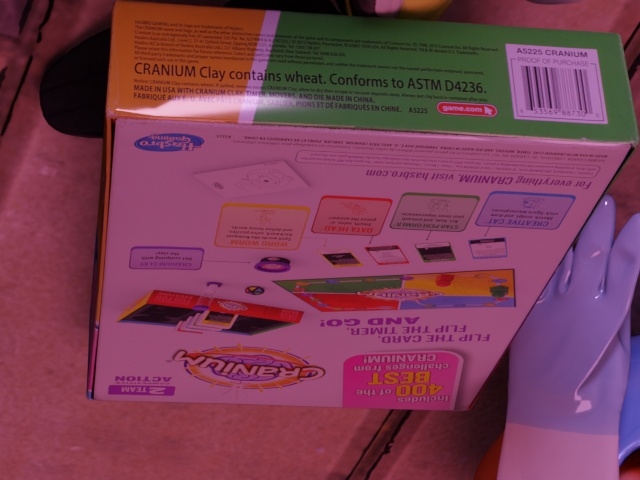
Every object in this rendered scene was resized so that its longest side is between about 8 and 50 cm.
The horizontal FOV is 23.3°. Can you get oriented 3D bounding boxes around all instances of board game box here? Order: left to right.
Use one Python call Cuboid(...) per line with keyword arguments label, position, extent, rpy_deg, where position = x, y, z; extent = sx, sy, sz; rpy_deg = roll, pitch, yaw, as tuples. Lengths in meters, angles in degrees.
Cuboid(label="board game box", position=(0.000, 0.000, 0.827), extent=(0.242, 0.064, 0.316), rpy_deg=(3, 151, -10))

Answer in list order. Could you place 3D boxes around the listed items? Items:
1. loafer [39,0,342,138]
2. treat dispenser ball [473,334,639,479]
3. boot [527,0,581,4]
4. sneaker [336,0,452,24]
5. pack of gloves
Cuboid(label="loafer", position=(-0.065, -0.089, 0.823), extent=(0.170, 0.062, 0.061), rpy_deg=(-12, 175, 16))
Cuboid(label="treat dispenser ball", position=(0.234, 0.202, 0.999), extent=(0.288, 0.288, 0.288), rpy_deg=(-7, 132, -8))
Cuboid(label="boot", position=(0.171, -0.232, 0.739), extent=(0.244, 0.088, 0.176), rpy_deg=(-30, 131, 2))
Cuboid(label="sneaker", position=(0.088, -0.241, 0.671), extent=(0.147, 0.145, 0.385), rpy_deg=(-2, 135, -19))
Cuboid(label="pack of gloves", position=(0.199, 0.089, 0.867), extent=(0.195, 0.232, 0.046), rpy_deg=(4, 178, 30))
